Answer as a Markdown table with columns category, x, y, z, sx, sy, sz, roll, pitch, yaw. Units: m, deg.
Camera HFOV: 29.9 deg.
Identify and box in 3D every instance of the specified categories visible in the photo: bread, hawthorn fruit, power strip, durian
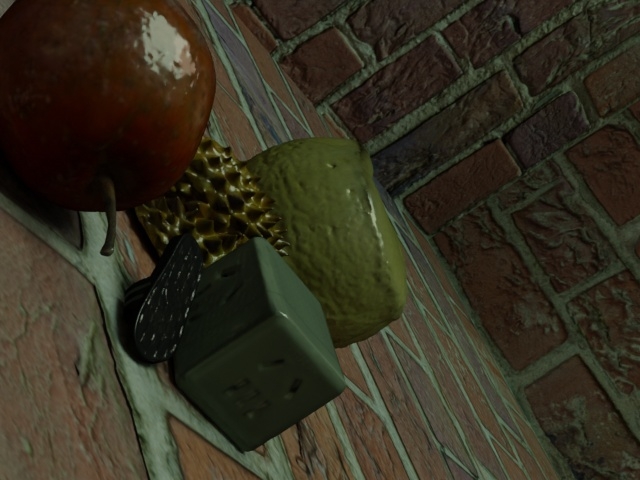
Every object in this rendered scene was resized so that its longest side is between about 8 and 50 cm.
| category | x | y | z | sx | sy | sz | roll | pitch | yaw |
| --- | --- | --- | --- | --- | --- | --- | --- | --- | --- |
| bread | -0.011 | 0.004 | 1.710 | 0.320 | 0.237 | 0.321 | -19 | 90 | -82 |
| hawthorn fruit | -0.228 | -0.135 | 1.200 | 0.231 | 0.263 | 0.235 | 24 | -4 | 7 |
| power strip | -0.079 | 0.095 | 1.330 | 0.139 | 0.140 | 0.224 | 49 | 11 | -31 |
| durian | -0.138 | 0.000 | 1.464 | 0.260 | 0.153 | 0.187 | 41 | 41 | -32 |

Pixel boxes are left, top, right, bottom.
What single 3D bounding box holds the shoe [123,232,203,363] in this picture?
| category | x | y | z | sx | sy | sz | roll | pitch | yaw |
| --- | --- | --- | --- | --- | --- | --- | --- | --- | --- |
| shoe | -0.171 | 0.063 | 1.242 | 0.071 | 0.049 | 0.179 | 62 | 28 | -31 |
